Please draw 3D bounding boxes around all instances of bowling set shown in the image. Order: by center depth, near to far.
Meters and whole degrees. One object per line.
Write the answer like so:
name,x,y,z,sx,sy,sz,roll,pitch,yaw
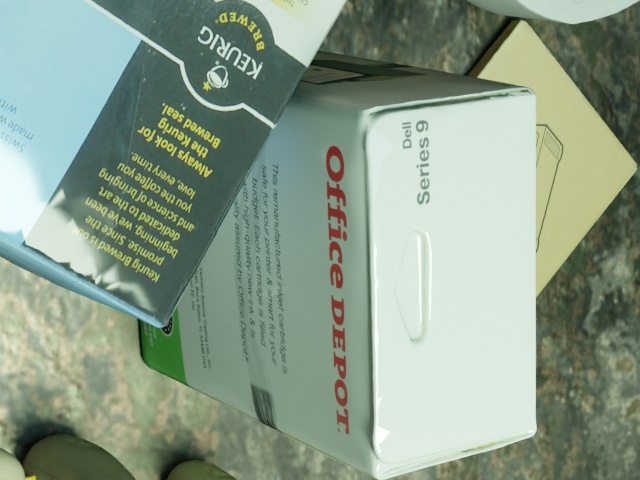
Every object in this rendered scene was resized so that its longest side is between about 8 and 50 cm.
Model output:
bowling set,-0.157,0.219,1.160,0.287,0.154,0.200,15,92,-34

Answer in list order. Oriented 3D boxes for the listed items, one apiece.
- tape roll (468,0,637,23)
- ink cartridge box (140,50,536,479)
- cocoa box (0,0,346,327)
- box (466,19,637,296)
tape roll,0.167,-0.265,1.318,0.219,0.072,0.219,-7,104,-31
ink cartridge box,0.000,0.000,1.134,0.121,0.289,0.211,-10,106,-31
cocoa box,-0.208,-0.141,1.003,0.347,0.231,0.228,32,83,-34
box,0.130,-0.034,1.374,0.201,0.021,0.164,-51,122,-13
